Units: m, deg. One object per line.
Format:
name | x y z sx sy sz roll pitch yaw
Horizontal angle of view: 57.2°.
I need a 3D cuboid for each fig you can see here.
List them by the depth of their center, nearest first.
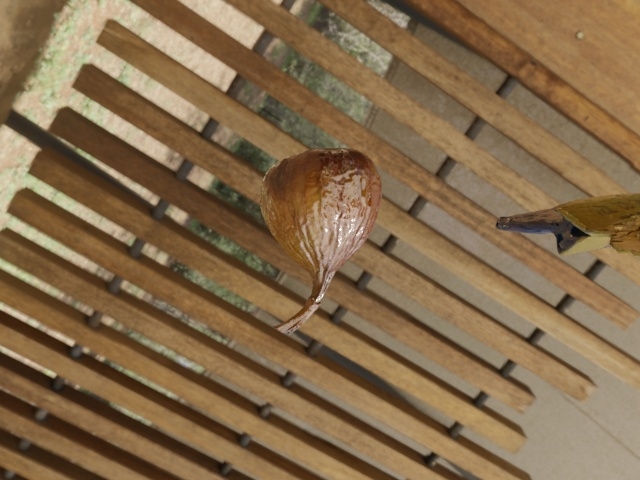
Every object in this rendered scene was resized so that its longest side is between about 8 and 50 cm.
fig | 0.000 0.000 0.644 0.146 0.133 0.201 122 -31 -76

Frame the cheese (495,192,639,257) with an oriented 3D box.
cheese | 0.179 -0.007 0.251 0.250 0.156 0.064 -166 -112 -71
